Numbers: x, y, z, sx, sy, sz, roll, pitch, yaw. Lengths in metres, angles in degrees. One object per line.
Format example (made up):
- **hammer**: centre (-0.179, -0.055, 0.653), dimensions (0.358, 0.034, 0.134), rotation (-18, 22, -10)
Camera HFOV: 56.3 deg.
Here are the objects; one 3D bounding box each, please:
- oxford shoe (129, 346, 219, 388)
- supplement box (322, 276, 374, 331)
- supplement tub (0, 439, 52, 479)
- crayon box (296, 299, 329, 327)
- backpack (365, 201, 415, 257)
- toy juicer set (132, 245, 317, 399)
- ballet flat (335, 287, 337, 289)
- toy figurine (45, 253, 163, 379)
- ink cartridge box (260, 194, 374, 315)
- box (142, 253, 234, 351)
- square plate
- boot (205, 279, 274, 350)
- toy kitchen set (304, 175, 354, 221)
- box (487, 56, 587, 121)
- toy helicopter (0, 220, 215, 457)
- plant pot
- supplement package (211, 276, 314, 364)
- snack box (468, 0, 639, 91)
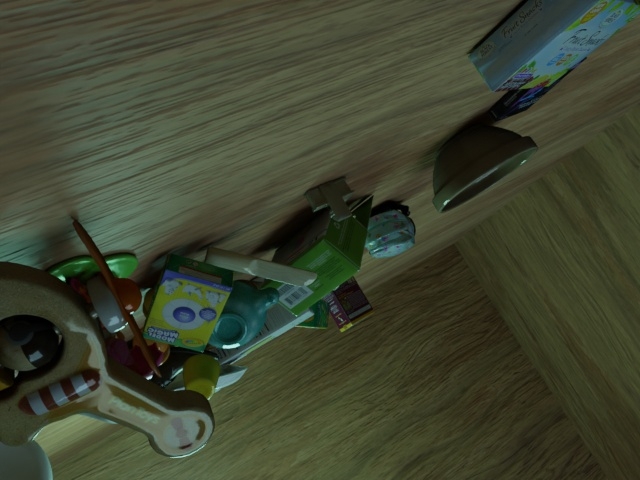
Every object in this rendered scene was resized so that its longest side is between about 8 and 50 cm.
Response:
- **oxford shoe**: centre (-0.328, 0.277, 1.272), dimensions (0.227, 0.096, 0.083), rotation (-6, 159, 0)
- **supplement box**: centre (0.073, 0.183, 1.923), dimensions (0.104, 0.188, 0.081), rotation (-24, 168, -35)
- **supplement tub**: centre (-0.723, 0.556, 1.293), dimensions (0.241, 0.241, 0.331), rotation (-23, 166, -37)
- **crayon box**: centre (-0.071, 0.203, 1.700), dimensions (0.165, 0.081, 0.278), rotation (5, 172, 7)
- **backpack**: centre (0.165, -0.019, 1.468), dimensions (0.152, 0.115, 0.182), rotation (-30, 167, 9)
- **toy juicer set**: centre (-0.188, 0.111, 1.026), dimensions (0.329, 0.209, 0.089), rotation (-49, -158, 15)
- **ballet flat**: centre (0.001, 0.114, 1.689), dimensions (0.247, 0.087, 0.083), rotation (-36, 169, 26)
- **toy figurine**: centre (-0.267, 0.112, 0.760), dimensions (0.130, 0.159, 0.173), rotation (-30, 169, -5)
- **ink cartridge box**: centre (0.000, 0.000, 1.203), dimensions (0.189, 0.097, 0.255), rotation (-39, -159, 33)
- **box**: centre (-0.211, 0.108, 0.931), dimensions (0.105, 0.043, 0.179), rotation (17, 128, -15)
- **square plate**: centre (-0.397, 0.359, 1.413), dimensions (0.344, 0.049, 0.347), rotation (-10, 178, -39)
- **boot**: centre (-0.244, 0.162, 1.212), dimensions (0.283, 0.109, 0.220), rotation (-25, 166, 31)
- **toy kitchen set**: centre (0.014, -0.053, 1.023), dimensions (0.083, 0.068, 0.075), rotation (-24, 167, -33)
- **box**: centre (0.406, -0.291, 1.127), dimensions (0.116, 0.029, 0.162), rotation (-24, 168, -35)
- **toy helicopter**: centre (-0.246, 0.138, 0.656), dimensions (0.235, 0.140, 0.355), rotation (-49, 125, 1)
- **plant pot**: centre (0.318, -0.165, 1.241), dimensions (0.237, 0.110, 0.237), rotation (-30, 170, -6)
- **supplement package**: centre (-0.156, 0.179, 1.427), dimensions (0.244, 0.134, 0.139), rotation (-31, 169, -1)
- **snack box**: centre (0.328, -0.287, 0.821), dimensions (0.207, 0.070, 0.174), rotation (-21, 165, -48)
